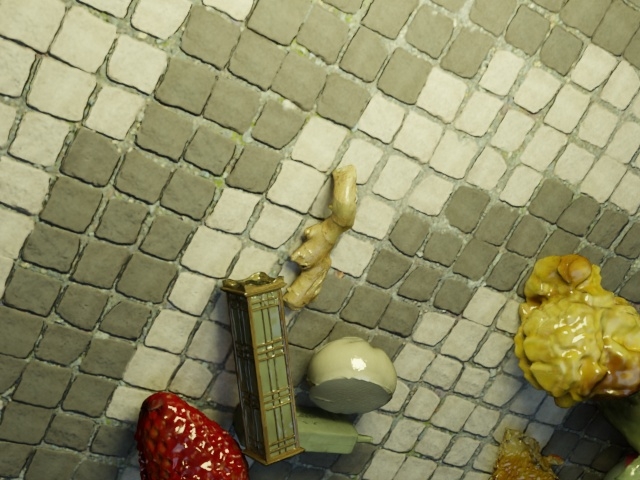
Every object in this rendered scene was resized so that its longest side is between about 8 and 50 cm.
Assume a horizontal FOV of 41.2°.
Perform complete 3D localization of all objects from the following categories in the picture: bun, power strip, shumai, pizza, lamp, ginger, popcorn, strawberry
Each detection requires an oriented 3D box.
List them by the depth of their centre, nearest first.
[{"bbox_3d":[-0.100,0.223,1.491,0.090,0.089,0.325,-13,103,-34],"label":"lamp"},{"bbox_3d":[0.000,0.000,1.495,0.089,0.075,0.288,12,115,-20],"label":"ginger"},{"bbox_3d":[-0.249,0.382,1.528,0.205,0.205,0.244,-25,110,-7],"label":"strawberry"},{"bbox_3d":[0.060,0.244,1.605,0.173,0.119,0.172,3,145,2],"label":"bun"},{"bbox_3d":[-0.025,0.368,1.654,0.288,0.093,0.053,9,109,-25],"label":"power strip"},{"bbox_3d":[0.507,0.188,1.700,0.265,0.225,0.332,-28,101,-19],"label":"popcorn"},{"bbox_3d":[0.762,0.402,1.792,0.330,0.288,0.292,-33,98,28],"label":"shumai"},{"bbox_3d":[0.463,0.536,1.936,0.189,0.071,0.297,-33,120,13],"label":"pizza"}]

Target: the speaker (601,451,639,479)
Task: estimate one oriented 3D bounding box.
[{"bbox_3d":[0.784,0.627,1.984,0.294,0.294,0.294,-9,118,-16],"label":"speaker"}]
